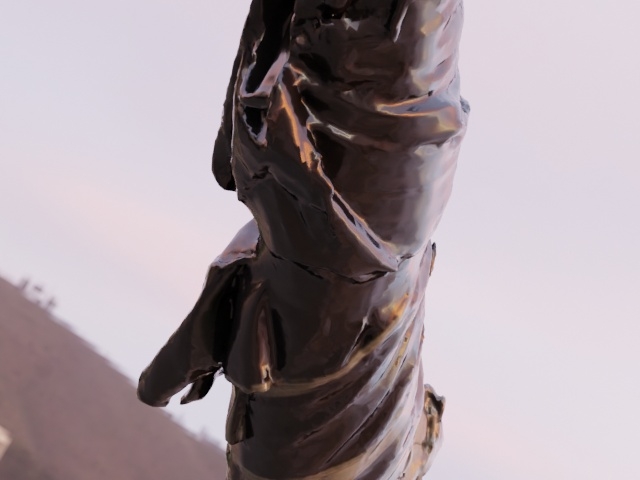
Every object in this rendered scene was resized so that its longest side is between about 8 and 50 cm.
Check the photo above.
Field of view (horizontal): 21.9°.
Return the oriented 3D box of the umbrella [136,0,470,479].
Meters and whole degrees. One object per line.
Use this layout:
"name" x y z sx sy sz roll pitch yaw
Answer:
"umbrella" 0.001 -0.005 0.612 0.106 0.113 0.357 28 -38 20
